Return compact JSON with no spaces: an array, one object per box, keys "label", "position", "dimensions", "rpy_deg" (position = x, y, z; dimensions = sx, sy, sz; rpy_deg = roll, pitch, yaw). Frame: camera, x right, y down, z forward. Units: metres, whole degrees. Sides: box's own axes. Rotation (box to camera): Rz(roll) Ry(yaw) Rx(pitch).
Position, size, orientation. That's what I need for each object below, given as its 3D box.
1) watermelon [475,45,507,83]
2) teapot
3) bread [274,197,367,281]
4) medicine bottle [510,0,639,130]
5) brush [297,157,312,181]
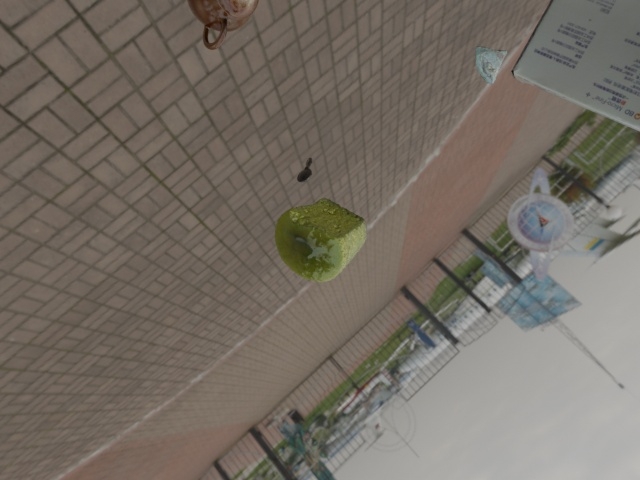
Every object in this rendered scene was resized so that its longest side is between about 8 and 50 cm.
[{"label":"watermelon","position":[0.360,-0.370,0.988],"dimensions":[0.085,0.085,0.061],"rpy_deg":[-27,-175,-41]},{"label":"teapot","position":[-0.146,-0.383,0.744],"dimensions":[0.116,0.116,0.173],"rpy_deg":[15,90,-69]},{"label":"bread","position":[0.000,0.000,0.762],"dimensions":[0.114,0.129,0.111],"rpy_deg":[-34,151,-45]},{"label":"medicine bottle","position":[0.395,-0.266,0.649],"dimensions":[0.052,0.201,0.171],"rpy_deg":[-22,141,-56]},{"label":"brush","position":[-0.022,-0.112,0.752],"dimensions":[0.024,0.008,0.083],"rpy_deg":[-12,-150,17]}]
